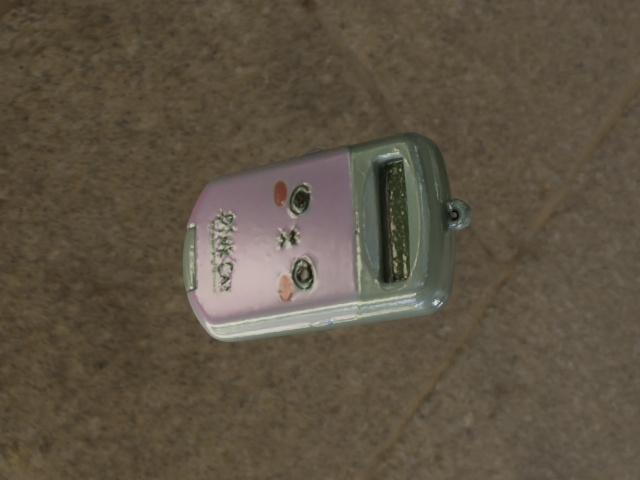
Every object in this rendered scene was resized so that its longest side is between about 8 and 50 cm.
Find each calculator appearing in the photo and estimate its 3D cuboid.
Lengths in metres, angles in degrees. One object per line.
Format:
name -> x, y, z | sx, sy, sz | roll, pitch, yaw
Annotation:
calculator -> 0.000, 0.000, 0.776 | 0.045, 0.246, 0.141 | 26, 59, -57
